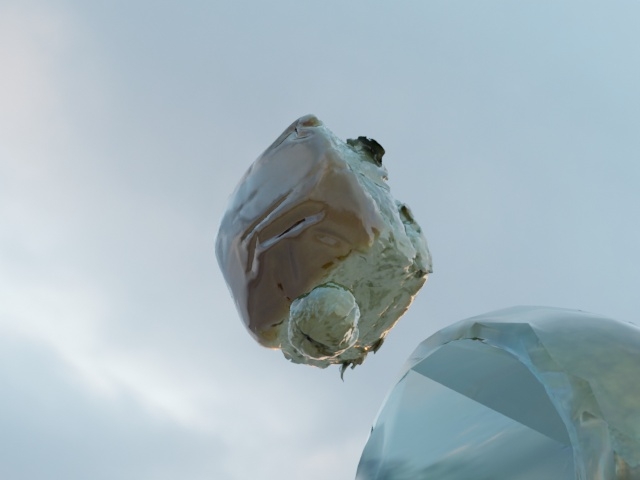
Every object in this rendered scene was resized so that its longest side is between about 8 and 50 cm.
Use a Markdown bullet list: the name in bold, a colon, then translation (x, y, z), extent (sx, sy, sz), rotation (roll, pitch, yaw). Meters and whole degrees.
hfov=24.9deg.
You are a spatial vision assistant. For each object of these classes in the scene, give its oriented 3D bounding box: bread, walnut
- **bread**: translation (0.000, 0.000, 1.840), extent (0.225, 0.250, 0.279), rotation (14, -49, -34)
- **walnut**: translation (0.004, 0.090, 1.609), extent (0.092, 0.092, 0.092), rotation (7, -34, 5)
- **bread**: translation (0.184, 0.190, 0.822), extent (0.264, 0.239, 0.395), rotation (43, -16, -30)
